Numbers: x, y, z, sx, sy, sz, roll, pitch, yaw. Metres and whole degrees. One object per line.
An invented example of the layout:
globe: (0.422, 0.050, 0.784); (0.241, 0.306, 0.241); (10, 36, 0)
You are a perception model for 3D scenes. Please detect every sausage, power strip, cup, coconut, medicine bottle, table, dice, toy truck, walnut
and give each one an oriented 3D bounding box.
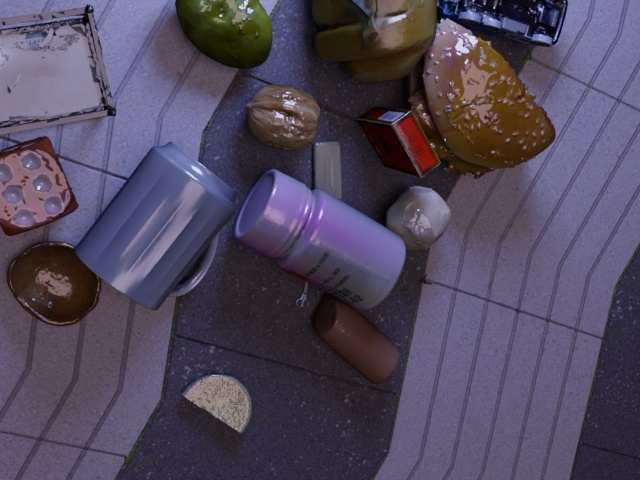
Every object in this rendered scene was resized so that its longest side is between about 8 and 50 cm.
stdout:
sausage: (0.089, 0.258, 2.035); (0.253, 0.123, 0.123); (42, 86, -20)
power strip: (0.017, -0.167, 1.973); (0.076, 0.028, 0.169); (-4, 100, -19)
cup: (-0.343, -0.021, 1.789); (0.327, 0.237, 0.323); (-52, 141, -3)
coconut: (0.257, -0.063, 2.007); (0.161, 0.161, 0.162); (50, 63, -20)
medicine bottle: (0.000, 0.000, 1.898); (0.388, 0.219, 0.219); (28, 91, -22)
table: (-0.614, -0.340, 1.593); (0.335, 0.272, 0.222); (-14, 105, -16)
dice: (-0.638, -0.117, 1.681); (0.174, 0.179, 0.175); (-22, 109, -14)
toy truck: (0.436, -0.596, 1.953); (0.367, 0.175, 0.146); (13, 98, -20)
walnut: (-0.091, -0.296, 1.847); (0.184, 0.155, 0.155); (10, 97, -18)

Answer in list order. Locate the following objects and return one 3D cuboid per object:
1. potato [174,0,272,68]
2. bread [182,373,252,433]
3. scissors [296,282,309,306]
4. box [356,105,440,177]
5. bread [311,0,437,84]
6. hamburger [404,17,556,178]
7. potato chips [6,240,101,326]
potato: (-0.215, -0.497, 1.753); (0.186, 0.148, 0.253); (-25, 135, 21)
bread: (-0.249, 0.401, 1.994); (0.193, 0.036, 0.112); (37, 83, -18)
scissors: (-0.041, 0.134, 2.025); (0.036, 0.006, 0.083); (9, 98, -19)
box: (0.188, -0.246, 1.902); (0.074, 0.240, 0.153); (-39, 110, -5)
bread: (0.116, -0.532, 1.791); (0.300, 0.210, 0.341); (11, 107, 20)
hamburger: (0.367, -0.316, 1.945); (0.445, 0.268, 0.287); (41, 90, -22)
potato chips: (-0.615, 0.096, 1.792); (0.208, 0.062, 0.195); (7, 93, -19)
